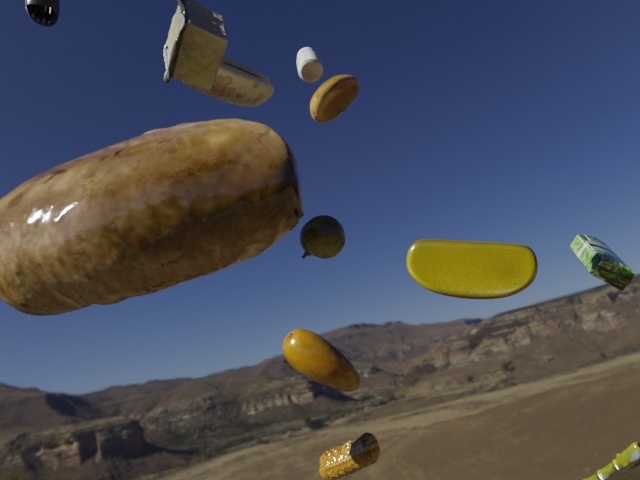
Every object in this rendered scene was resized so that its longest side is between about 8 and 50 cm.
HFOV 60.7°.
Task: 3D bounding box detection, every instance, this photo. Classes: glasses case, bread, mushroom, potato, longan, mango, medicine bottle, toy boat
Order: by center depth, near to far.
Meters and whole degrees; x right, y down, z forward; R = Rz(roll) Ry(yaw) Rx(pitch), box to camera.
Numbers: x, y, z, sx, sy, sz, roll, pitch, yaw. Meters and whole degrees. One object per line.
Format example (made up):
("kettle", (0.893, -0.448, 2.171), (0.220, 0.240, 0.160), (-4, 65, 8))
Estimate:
("toy boat", (0.277, 0.221, 0.506), (0.064, 0.016, 0.115), (12, -49, -18))
("potato", (-0.146, -0.226, 0.631), (0.061, 0.122, 0.086), (13, -60, -24))
("mushroom", (-0.236, -0.045, 0.752), (0.398, 0.224, 0.314), (-9, 11, 35))
("longan", (0.000, 0.000, 0.867), (0.083, 0.075, 0.075), (-47, -27, 19))
("bread", (0.049, 0.385, 0.968), (0.044, 0.052, 0.157), (14, -40, -32))
("glasses case", (-0.175, -0.304, 1.042), (0.081, 0.051, 0.204), (-31, -22, 34))
("mango", (0.003, 0.253, 1.125), (0.084, 0.184, 0.102), (-52, -2, -30))
("medicine bottle", (-0.025, -0.372, 1.152), (0.052, 0.089, 0.052), (-4, -52, -5))
("glasses case", (0.758, 0.049, 1.480), (0.062, 0.095, 0.272), (-62, -5, 19))
("bread", (0.032, -0.394, 1.504), (0.189, 0.078, 0.114), (-44, -35, -33))
("glasses case", (0.447, 0.088, 1.636), (0.372, 0.173, 0.141), (3, -3, 14))

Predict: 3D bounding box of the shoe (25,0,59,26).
("shoe", (-0.546, -0.504, 1.076), (0.062, 0.159, 0.053), (3, -14, -19))
